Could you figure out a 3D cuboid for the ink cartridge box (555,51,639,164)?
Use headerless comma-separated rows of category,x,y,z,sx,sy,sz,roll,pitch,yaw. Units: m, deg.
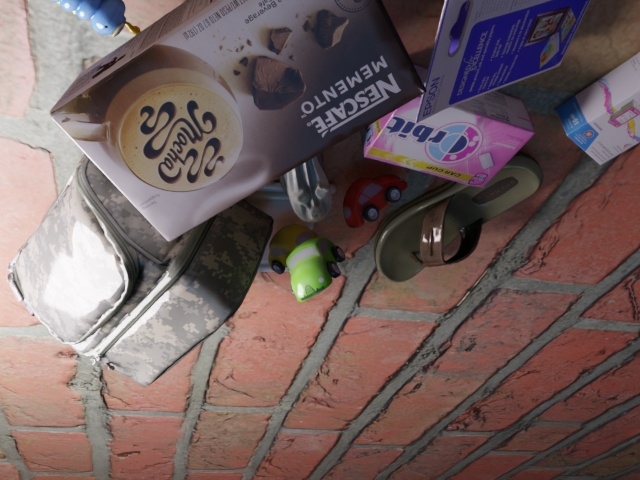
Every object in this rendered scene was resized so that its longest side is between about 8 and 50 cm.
ink cartridge box,0.371,-0.161,0.732,0.089,0.052,0.122,26,133,-34

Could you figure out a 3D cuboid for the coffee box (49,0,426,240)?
coffee box,-0.074,-0.152,0.574,0.297,0.118,0.168,-28,122,13

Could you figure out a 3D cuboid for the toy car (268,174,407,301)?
toy car,0.000,0.000,0.778,0.239,0.225,0.053,-32,105,21

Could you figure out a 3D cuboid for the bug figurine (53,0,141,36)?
bug figurine,-0.199,-0.291,0.483,0.216,0.072,0.279,25,135,-33

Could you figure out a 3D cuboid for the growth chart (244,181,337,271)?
growth chart,-0.085,-0.014,0.915,0.172,0.021,0.237,6,143,-12

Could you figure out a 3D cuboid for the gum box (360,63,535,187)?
gum box,0.157,-0.137,0.735,0.189,0.062,0.107,12,141,-20

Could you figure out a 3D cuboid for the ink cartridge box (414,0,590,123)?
ink cartridge box,0.177,-0.228,0.557,0.208,0.045,0.206,-25,150,-21

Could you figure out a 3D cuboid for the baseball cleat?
baseball cleat,-0.035,-0.124,0.729,0.072,0.109,0.205,-12,116,-17

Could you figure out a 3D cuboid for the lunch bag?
lunch bag,-0.255,0.027,0.809,0.256,0.212,0.305,38,131,-17

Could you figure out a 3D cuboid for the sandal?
sandal,0.190,-0.018,0.880,0.120,0.086,0.303,22,137,-30
